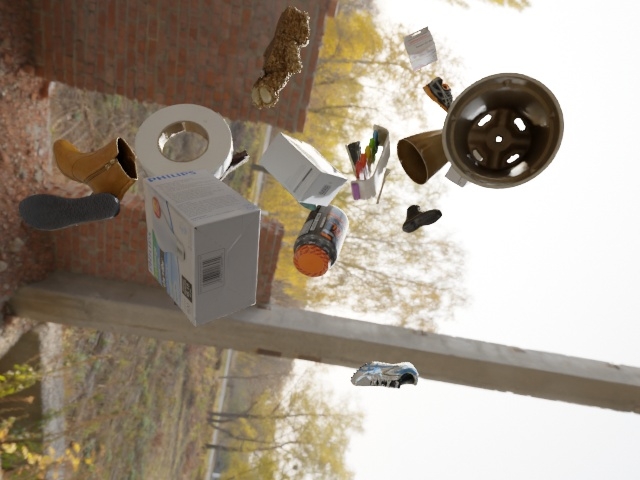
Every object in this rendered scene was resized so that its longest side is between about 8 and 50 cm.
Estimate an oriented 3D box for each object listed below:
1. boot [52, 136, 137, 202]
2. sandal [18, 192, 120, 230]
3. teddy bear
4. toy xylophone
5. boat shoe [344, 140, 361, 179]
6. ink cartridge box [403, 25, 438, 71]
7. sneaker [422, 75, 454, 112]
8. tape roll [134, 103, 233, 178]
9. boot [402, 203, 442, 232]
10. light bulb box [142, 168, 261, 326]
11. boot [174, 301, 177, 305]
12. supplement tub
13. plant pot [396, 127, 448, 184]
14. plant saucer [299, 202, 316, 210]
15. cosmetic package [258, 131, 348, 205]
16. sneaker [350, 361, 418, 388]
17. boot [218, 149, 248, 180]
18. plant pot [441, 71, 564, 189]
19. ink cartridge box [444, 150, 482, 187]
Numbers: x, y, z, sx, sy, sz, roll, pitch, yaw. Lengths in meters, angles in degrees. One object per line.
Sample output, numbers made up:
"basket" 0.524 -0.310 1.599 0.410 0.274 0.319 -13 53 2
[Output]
"boot" -0.632 -0.230 1.287 0.211 0.295 0.104 -39 165 22
"sandal" -0.666 -0.076 1.208 0.054 0.254 0.097 179 -91 -85
"teddy bear" -0.127 -0.589 1.497 0.245 0.113 0.338 -9 -117 61
"toy xylophone" 0.207 -0.281 1.763 0.236 0.081 0.323 79 30 -50
"boat shoe" 0.174 -0.326 1.978 0.084 0.079 0.233 51 22 -77
"ink cartridge box" 0.421 -0.800 1.891 0.198 0.115 0.067 16 54 -69
"sneaker" 0.500 -0.587 1.828 0.083 0.214 0.084 -43 -125 26
"tape roll" -0.556 -0.391 1.858 0.072 0.391 0.392 103 -4 -65
"boot" 0.451 -0.129 2.010 0.197 0.077 0.137 -23 -143 37
"light bulb box" -0.384 0.007 1.441 0.361 0.225 0.358 34 -52 39
"boot" -0.480 0.204 1.590 0.114 0.106 0.037 13 104 -59
"supplement tub" 0.000 0.000 2.079 0.338 0.207 0.207 -67 175 -49
"plant pot" 0.526 -0.422 2.114 0.237 0.254 0.237 56 -13 19
"plant saucer" -0.060 -0.171 1.836 0.021 0.119 0.119 -53 177 -21
"cosmetic package" -0.059 -0.249 1.613 0.138 0.225 0.224 -50 159 18
"sneaker" 0.217 0.459 1.512 0.086 0.237 0.085 -117 -152 -60
"boot" -0.429 -0.329 2.100 0.090 0.206 0.248 63 -14 3
"plant pot" 0.578 -0.335 1.453 0.305 0.333 0.334 -19 124 -68
"ink cartridge box" 0.593 -0.307 1.766 0.219 0.092 0.160 -23 144 -52
